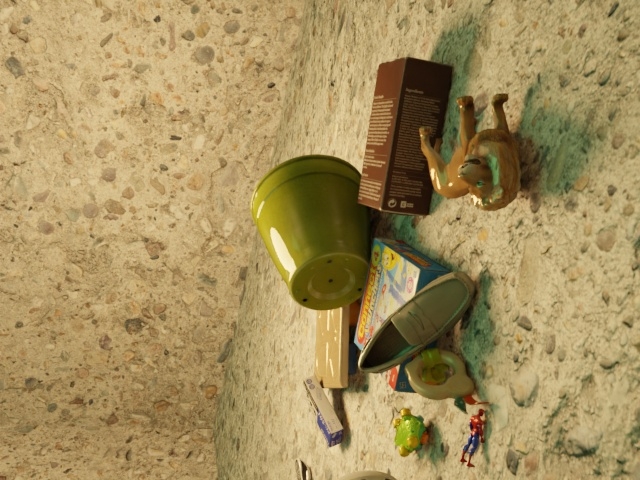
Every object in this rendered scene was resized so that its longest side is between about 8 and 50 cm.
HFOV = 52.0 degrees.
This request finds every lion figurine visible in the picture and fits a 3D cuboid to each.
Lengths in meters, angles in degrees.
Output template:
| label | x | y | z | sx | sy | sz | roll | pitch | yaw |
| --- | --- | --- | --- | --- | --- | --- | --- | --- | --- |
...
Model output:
| label | x | y | z | sx | sy | sz | roll | pitch | yaw |
| --- | --- | --- | --- | --- | --- | --- | --- | --- | --- |
| lion figurine | 0.312 | -0.161 | 1.393 | 0.392 | 0.142 | 0.240 | 125 | 142 | -83 |

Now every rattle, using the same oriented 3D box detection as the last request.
| label | x | y | z | sx | sy | sz | roll | pitch | yaw |
| --- | --- | --- | --- | --- | --- | --- | --- | --- | --- |
| rattle | 0.273 | 0.333 | 1.399 | 0.199 | 0.130 | 0.143 | 33 | 130 | 41 |

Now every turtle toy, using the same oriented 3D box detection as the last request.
| label | x | y | z | sx | sy | sz | roll | pitch | yaw |
| --- | --- | --- | --- | --- | --- | --- | --- | --- | --- |
| turtle toy | 0.212 | 0.459 | 1.543 | 0.130 | 0.066 | 0.095 | 114 | 156 | -44 |

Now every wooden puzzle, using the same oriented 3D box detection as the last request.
| label | x | y | z | sx | sy | sz | roll | pitch | yaw |
| --- | --- | --- | --- | --- | --- | --- | --- | --- | --- |
| wooden puzzle | 0.054 | 0.309 | 2.099 | 0.348 | 0.080 | 0.322 | 137 | 137 | -71 |

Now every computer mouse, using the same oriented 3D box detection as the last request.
| label | x | y | z | sx | sy | sz | roll | pitch | yaw |
| --- | --- | --- | --- | --- | --- | --- | --- | --- | --- |
| computer mouse | -0.049 | 0.848 | 2.282 | 0.106 | 0.042 | 0.193 | 111 | 153 | -50 |

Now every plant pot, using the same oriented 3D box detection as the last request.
| label | x | y | z | sx | sy | sz | roll | pitch | yaw |
| --- | --- | --- | --- | --- | --- | --- | --- | --- | --- |
| plant pot | 0.000 | 0.000 | 1.912 | 0.353 | 0.366 | 0.366 | -106 | 28 | -45 |

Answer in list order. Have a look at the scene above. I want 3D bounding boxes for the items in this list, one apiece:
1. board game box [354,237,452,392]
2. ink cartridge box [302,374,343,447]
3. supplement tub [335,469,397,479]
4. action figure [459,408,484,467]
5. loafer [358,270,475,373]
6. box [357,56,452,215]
| label | x | y | z | sx | sy | sz | roll | pitch | yaw |
| --- | --- | --- | --- | --- | --- | --- | --- | --- | --- |
| board game box | 0.198 | 0.178 | 1.659 | 0.302 | 0.086 | 0.308 | -139 | 58 | -69 |
| ink cartridge box | 0.005 | 0.538 | 2.076 | 0.097 | 0.046 | 0.207 | 93 | 152 | -47 |
| supplement tub | 0.122 | 0.708 | 1.456 | 0.325 | 0.235 | 0.235 | -113 | 34 | -58 |
| action figure | 0.310 | 0.394 | 1.320 | 0.038 | 0.030 | 0.115 | -161 | 83 | -67 |
| loafer | 0.207 | 0.189 | 1.436 | 0.112 | 0.111 | 0.319 | 48 | 114 | 14 |
| box | 0.212 | -0.265 | 1.697 | 0.191 | 0.143 | 0.381 | -148 | 64 | -71 |
